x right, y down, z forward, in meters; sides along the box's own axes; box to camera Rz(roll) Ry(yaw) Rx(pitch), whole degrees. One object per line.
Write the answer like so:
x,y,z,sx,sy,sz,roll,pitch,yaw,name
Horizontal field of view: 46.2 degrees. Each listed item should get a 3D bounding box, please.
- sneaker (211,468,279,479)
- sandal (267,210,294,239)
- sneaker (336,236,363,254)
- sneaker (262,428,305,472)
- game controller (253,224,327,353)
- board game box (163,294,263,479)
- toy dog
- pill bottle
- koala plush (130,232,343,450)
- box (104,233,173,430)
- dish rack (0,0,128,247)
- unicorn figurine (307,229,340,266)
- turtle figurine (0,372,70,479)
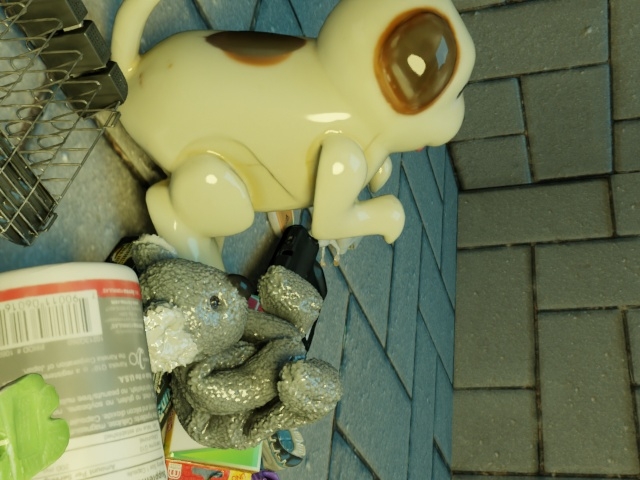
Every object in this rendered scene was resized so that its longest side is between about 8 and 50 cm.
-0.108,0.357,1.069,0.170,0.071,0.068,-9,94,-70,sneaker
-0.065,-0.121,1.299,0.102,0.076,0.265,-70,150,-51,sandal
0.076,-0.026,1.715,0.212,0.080,0.094,-31,126,-62,sneaker
-0.088,0.272,1.175,0.071,0.083,0.190,8,53,-35,sneaker
-0.048,0.103,1.234,0.319,0.067,0.166,-68,153,-60,game controller
-0.130,0.190,0.995,0.124,0.039,0.259,16,64,-22,board game box
-0.012,-0.175,0.923,0.284,0.408,0.395,-77,146,-64,toy dog
-0.211,0.171,0.617,0.161,0.161,0.283,15,63,-70,pill bottle
-0.122,0.102,0.802,0.221,0.203,0.196,48,16,-38,koala plush
-0.214,0.124,0.845,0.220,0.051,0.175,-70,149,-51,box
-0.281,-0.137,0.690,0.208,0.074,0.271,65,29,-42,dish rack
0.000,0.000,1.484,0.162,0.060,0.111,-23,108,-70,unicorn figurine
-0.251,0.150,0.413,0.274,0.266,0.198,67,24,-49,turtle figurine
